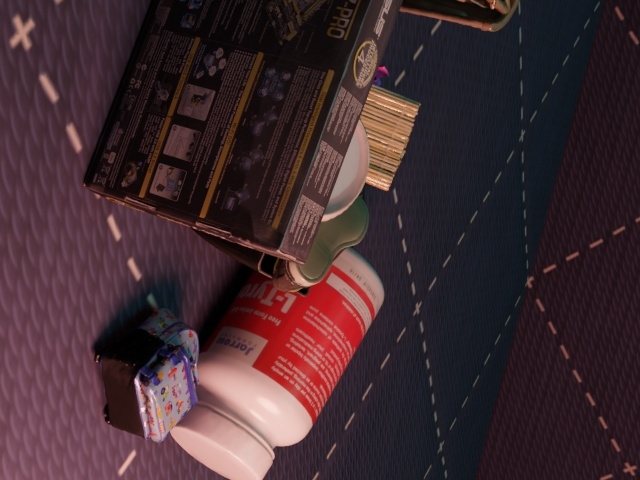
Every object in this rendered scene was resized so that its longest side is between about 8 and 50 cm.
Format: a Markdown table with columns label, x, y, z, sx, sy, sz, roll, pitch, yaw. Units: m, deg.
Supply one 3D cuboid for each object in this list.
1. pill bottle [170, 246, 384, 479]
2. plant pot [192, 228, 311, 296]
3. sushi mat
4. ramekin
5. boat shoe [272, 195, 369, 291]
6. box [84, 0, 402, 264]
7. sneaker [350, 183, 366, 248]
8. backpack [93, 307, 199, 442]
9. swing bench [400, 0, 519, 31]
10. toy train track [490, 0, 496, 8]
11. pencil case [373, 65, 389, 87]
| label | x | y | z | sx | sy | sz | roll | pitch | yaw |
| --- | --- | --- | --- | --- | --- | --- | --- | --- | --- |
| pill bottle | -0.076 | 0.197 | 1.680 | 0.408 | 0.229 | 0.229 | -58 | 150 | -27 |
| plant pot | -0.093 | -0.039 | 1.571 | 0.188 | 0.167 | 0.187 | 36 | 73 | -63 |
| sushi mat | -0.008 | -0.200 | 1.533 | 0.019 | 0.316 | 0.151 | 166 | -57 | -78 |
| ramekin | -0.025 | -0.119 | 1.397 | 0.207 | 0.109 | 0.207 | -7 | 102 | -37 |
| boat shoe | 0.000 | 0.000 | 1.517 | 0.081 | 0.068 | 0.228 | 54 | 42 | -10 |
| box | -0.102 | -0.202 | 1.287 | 0.097 | 0.318 | 0.395 | 28 | 80 | -62 |
| sneaker | 0.039 | -0.072 | 1.880 | 0.135 | 0.097 | 0.276 | 10 | 99 | -63 |
| backpack | -0.242 | 0.195 | 1.490 | 0.173 | 0.116 | 0.158 | -45 | 144 | -47 |
| swing bench | 0.207 | -0.489 | 1.772 | 0.165 | 0.253 | 0.255 | -66 | 152 | -12 |
| toy train track | 0.298 | -0.437 | 1.681 | 0.048 | 0.014 | 0.083 | -49 | 152 | -50 |
| pencil case | -0.010 | -0.227 | 1.594 | 0.236 | 0.104 | 0.104 | -38 | 147 | -4 |
